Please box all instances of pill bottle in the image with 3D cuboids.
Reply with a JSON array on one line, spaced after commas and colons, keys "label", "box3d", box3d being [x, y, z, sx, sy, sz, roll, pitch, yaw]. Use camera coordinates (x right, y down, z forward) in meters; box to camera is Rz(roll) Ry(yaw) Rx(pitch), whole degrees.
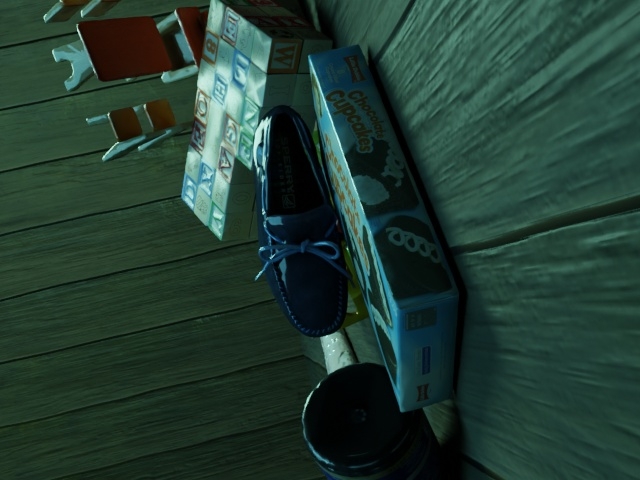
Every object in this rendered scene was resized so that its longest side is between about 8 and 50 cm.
[{"label": "pill bottle", "box3d": [0.068, 0.233, 1.055, 0.219, 0.123, 0.122, 63, -174, -48]}]

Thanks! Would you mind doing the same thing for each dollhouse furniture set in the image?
[{"label": "dollhouse furniture set", "box3d": [-0.234, -0.271, 1.371, 0.259, 0.135, 0.262, -28, -83, -56]}]

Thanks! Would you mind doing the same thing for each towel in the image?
[{"label": "towel", "box3d": [0.066, 0.345, 1.765, 0.332, 0.053, 0.317, -116, 14, -62]}]

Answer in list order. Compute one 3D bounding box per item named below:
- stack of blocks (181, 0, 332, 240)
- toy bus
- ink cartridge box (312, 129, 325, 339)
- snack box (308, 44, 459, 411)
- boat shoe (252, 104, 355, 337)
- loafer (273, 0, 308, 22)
[{"label": "stack of blocks", "box3d": [-0.091, -0.151, 1.299, 0.171, 0.087, 0.297, 44, 131, 45]}, {"label": "toy bus", "box3d": [0.006, 0.012, 1.221, 0.191, 0.104, 0.202, 62, -177, -74]}, {"label": "ink cartridge box", "box3d": [-0.010, -0.013, 1.481, 0.189, 0.097, 0.255, -117, 14, -65]}, {"label": "snack box", "box3d": [0.058, -0.017, 0.977, 0.187, 0.060, 0.322, 83, 172, -53]}, {"label": "boat shoe", "box3d": [-0.033, -0.019, 1.076, 0.089, 0.109, 0.258, 120, 133, -83]}, {"label": "loafer", "box3d": [-0.085, -0.351, 1.420, 0.092, 0.102, 0.268, 108, 149, -67]}]
